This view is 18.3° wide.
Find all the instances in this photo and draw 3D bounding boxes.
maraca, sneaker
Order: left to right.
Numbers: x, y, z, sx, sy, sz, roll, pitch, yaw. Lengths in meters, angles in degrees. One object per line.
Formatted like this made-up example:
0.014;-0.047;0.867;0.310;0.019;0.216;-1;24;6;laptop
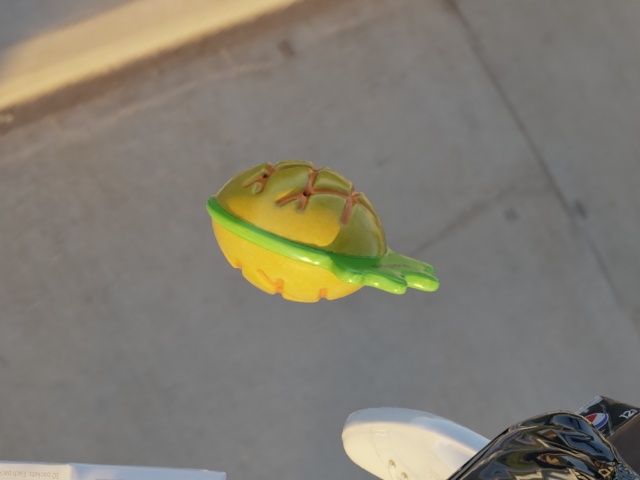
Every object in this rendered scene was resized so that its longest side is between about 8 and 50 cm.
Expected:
0.000;0.000;1.436;0.127;0.185;0.099;-8;117;-53;maraca
0.125;0.246;1.853;0.123;0.290;0.106;-56;145;-24;sneaker

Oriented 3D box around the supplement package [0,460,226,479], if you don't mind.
-0.249;0.269;1.763;0.204;0.261;0.145;11;78;-51;supplement package

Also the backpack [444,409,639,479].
0.084;0.212;0.671;0.253;0.225;0.191;48;14;5;backpack

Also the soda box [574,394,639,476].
0.207;0.186;1.288;0.060;0.053;0.169;-34;110;-20;soda box
